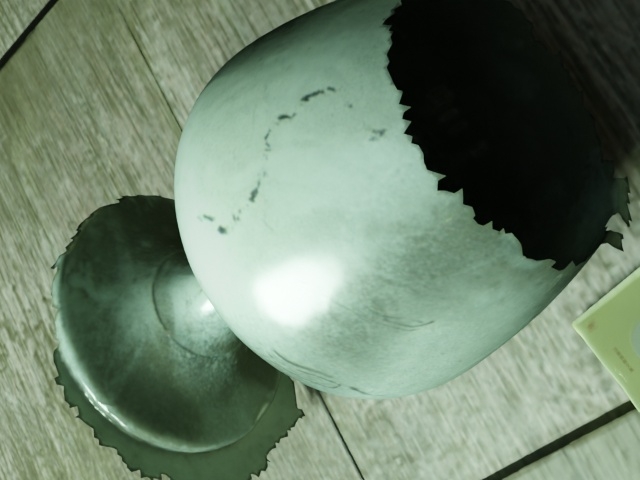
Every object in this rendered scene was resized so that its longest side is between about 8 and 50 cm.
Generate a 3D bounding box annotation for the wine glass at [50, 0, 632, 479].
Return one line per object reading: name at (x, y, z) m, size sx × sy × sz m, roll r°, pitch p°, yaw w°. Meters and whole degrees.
wine glass at (0.000, 0.000, 0.670) m, size 0.323 × 0.238 × 0.238 m, roll -32°, pitch 77°, yaw 44°

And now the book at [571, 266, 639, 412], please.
book at (0.207, 0.070, 0.651) m, size 0.077 × 0.014 × 0.111 m, roll -46°, pitch 70°, yaw 31°
